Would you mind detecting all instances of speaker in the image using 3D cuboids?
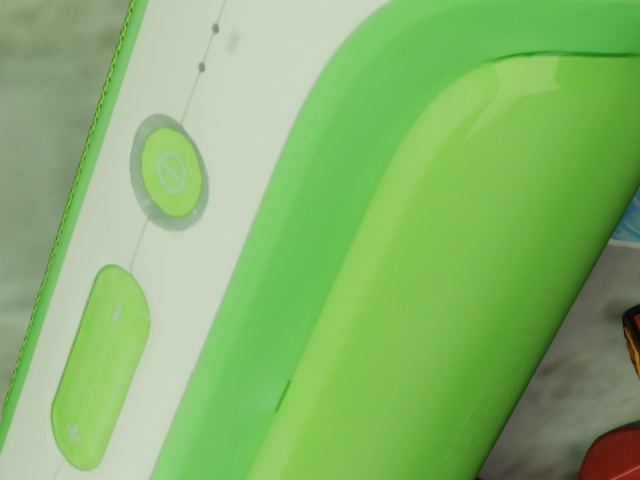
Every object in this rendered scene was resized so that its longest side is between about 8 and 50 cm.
[{"bbox_3d":[0.000,0.000,0.409,0.131,0.131,0.296,1,130,-29],"label":"speaker"}]

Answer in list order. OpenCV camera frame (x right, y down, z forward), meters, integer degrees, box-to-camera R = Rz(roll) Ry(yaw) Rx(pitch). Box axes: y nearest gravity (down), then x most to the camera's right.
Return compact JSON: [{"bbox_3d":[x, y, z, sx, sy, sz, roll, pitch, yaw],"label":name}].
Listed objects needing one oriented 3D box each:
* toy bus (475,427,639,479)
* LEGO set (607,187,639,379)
[{"bbox_3d":[0.061,0.172,0.626,0.202,0.104,0.191,-5,133,-24],"label":"toy bus"},{"bbox_3d":[0.182,-0.050,0.534,0.182,0.060,0.244,7,127,-18],"label":"LEGO set"}]
